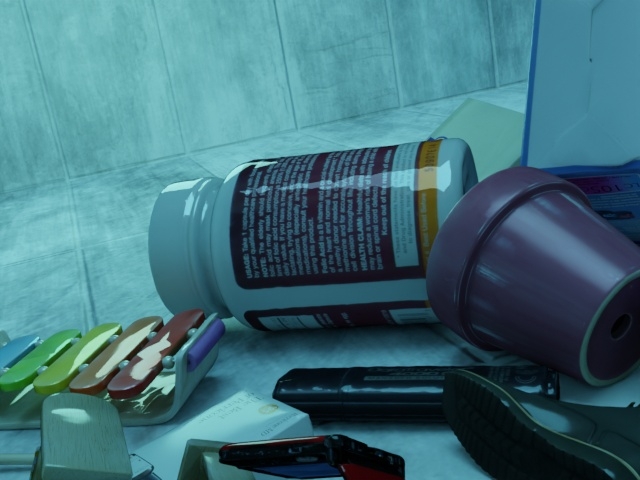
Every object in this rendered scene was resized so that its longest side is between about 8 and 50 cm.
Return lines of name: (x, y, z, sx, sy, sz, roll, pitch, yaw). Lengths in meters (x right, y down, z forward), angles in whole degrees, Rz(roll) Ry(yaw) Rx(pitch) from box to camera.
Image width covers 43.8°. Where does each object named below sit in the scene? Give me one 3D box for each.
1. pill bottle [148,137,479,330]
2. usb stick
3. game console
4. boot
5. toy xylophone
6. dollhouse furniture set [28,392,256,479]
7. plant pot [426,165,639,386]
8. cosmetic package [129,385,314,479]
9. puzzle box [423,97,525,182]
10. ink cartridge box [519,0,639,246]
pill bottle: (0.000, 0.000, 1.011, 0.392, 0.224, 0.224, -4, 17, 18)
usb stick: (0.087, 0.148, 0.772, 0.278, 0.045, 0.077, -4, 10, 19)
game console: (0.016, 0.178, 0.519, 0.124, 0.085, 0.144, -10, -24, 19)
boot: (0.209, 0.153, 0.653, 0.137, 0.077, 0.198, -14, 29, -31)
toy xylophone: (-0.267, 0.158, 0.882, 0.322, 0.081, 0.236, -8, 16, 8)
dollhouse furniture set: (-0.153, 0.194, 0.472, 0.242, 0.212, 0.161, 12, 9, -22)
plant pot: (0.239, 0.046, 0.804, 0.201, 0.201, 0.180, -18, 33, -27)
cosmetic package: (-0.122, 0.205, 0.640, 0.239, 0.060, 0.099, -26, 24, -34)
puzzle box: (0.220, -0.106, 1.302, 0.272, 0.052, 0.409, -45, 15, 7)
ink cartridge box: (0.399, -0.148, 1.034, 0.151, 0.270, 0.395, 1, -14, 34)
